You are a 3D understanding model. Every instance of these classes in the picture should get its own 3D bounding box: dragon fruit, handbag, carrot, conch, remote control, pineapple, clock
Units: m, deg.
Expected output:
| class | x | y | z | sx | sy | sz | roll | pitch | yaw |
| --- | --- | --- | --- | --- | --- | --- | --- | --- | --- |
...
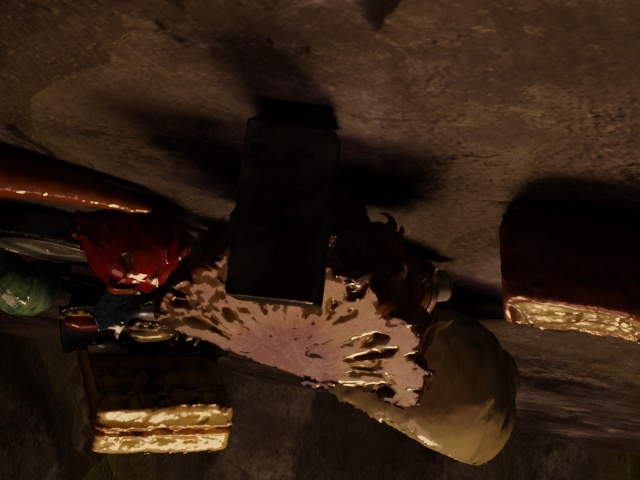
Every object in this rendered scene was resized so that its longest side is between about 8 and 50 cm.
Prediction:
| class | x | y | z | sx | sy | sz | roll | pitch | yaw |
| --- | --- | --- | --- | --- | --- | --- | --- | --- | --- |
| dragon fruit | -0.254 | 0.009 | 1.810 | 0.165 | 0.133 | 0.136 | 18 | 169 | -19 |
| handbag | -0.288 | 0.126 | 2.305 | 0.303 | 0.122 | 0.329 | 3 | 168 | -9 |
| carrot | -0.365 | -0.078 | 1.680 | 0.335 | 0.069 | 0.069 | 12 | 168 | -21 |
| conch | -0.529 | 0.061 | 2.328 | 0.188 | 0.122 | 0.176 | 16 | -169 | -10 |
| remote control | 0.250 | 0.110 | 2.105 | 0.053 | 0.018 | 0.124 | 15 | 169 | -24 |
| pineapple | 0.000 | -0.002 | 1.571 | 0.344 | 0.286 | 0.209 | 19 | 126 | -5 |
| clock | -0.411 | -0.005 | 2.085 | 0.225 | 0.049 | 0.226 | 9 | 168 | 2 |

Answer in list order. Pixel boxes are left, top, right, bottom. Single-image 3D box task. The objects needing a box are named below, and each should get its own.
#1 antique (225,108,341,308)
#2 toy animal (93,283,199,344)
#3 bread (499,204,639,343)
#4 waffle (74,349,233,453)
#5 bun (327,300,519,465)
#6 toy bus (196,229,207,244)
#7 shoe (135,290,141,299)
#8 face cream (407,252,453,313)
| class | x | y | z | sx | sy | sz | roll | pitch | yaw |
| --- | --- | --- | --- | --- | --- | --- | --- | --- | --- |
| antique | -0.033 | -0.031 | 1.303 | 0.086 | 0.183 | 0.088 | 6 | 175 | 6 |
| toy animal | -0.199 | 0.071 | 1.925 | 0.239 | 0.255 | 0.176 | 33 | 158 | 34 |
| bread | 0.308 | 0.041 | 1.495 | 0.244 | 0.123 | 0.190 | 6 | 166 | 17 |
| waffle | -0.317 | 0.244 | 2.484 | 0.260 | 0.114 | 0.376 | 3 | -154 | -17 |
| bun | 0.160 | 0.196 | 2.106 | 0.359 | 0.211 | 0.360 | 28 | 176 | 2 |
| toy bus | -0.077 | 0.027 | 1.866 | 0.192 | 0.077 | 0.065 | 9 | 171 | 14 |
| shoe | -0.156 | 0.071 | 2.086 | 0.290 | 0.114 | 0.137 | 3 | 172 | 17 |
| face cream | 0.018 | 0.061 | 1.769 | 0.348 | 0.105 | 0.105 | 0 | 174 | -28 |
